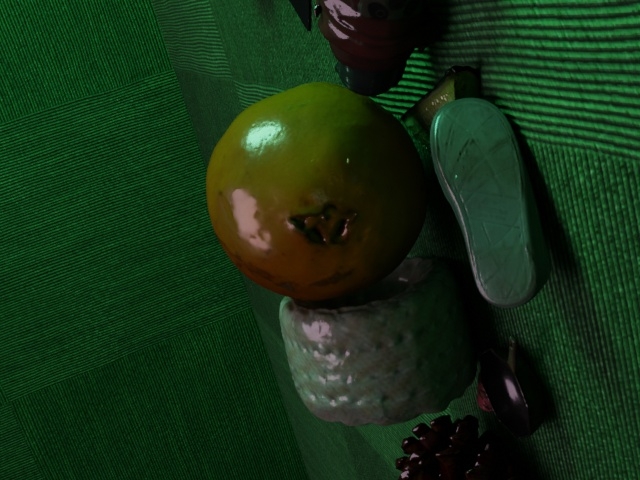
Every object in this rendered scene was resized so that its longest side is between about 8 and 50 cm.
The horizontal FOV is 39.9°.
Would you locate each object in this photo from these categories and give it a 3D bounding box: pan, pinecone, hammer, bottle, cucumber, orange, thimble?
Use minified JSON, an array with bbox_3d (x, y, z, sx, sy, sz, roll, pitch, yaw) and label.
[{"bbox_3d":[0.274,0.195,1.183,0.202,0.048,0.128,110,136,-73],"label":"pan"},{"bbox_3d":[0.221,0.399,1.351,0.292,0.246,0.246,-100,2,-47],"label":"pinecone"},{"bbox_3d":[0.256,0.222,1.320,0.083,0.043,0.043,85,160,-44],"label":"hammer"},{"bbox_3d":[0.075,-0.294,1.061,0.156,0.143,0.271,22,145,15],"label":"bottle"},{"bbox_3d":[0.159,-0.161,1.118,0.070,0.046,0.220,66,168,3],"label":"cucumber"},{"bbox_3d":[-0.006,-0.068,1.240,0.312,0.312,0.312,159,90,-77],"label":"orange"},{"bbox_3d":[0.093,0.144,1.351,0.291,0.291,0.195,-149,44,-69],"label":"thimble"}]

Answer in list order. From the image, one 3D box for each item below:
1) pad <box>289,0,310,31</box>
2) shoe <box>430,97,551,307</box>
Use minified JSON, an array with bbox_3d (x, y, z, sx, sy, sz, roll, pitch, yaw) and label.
[{"bbox_3d":[-0.079,-0.543,1.569,0.202,0.005,0.300,92,154,-58],"label":"pad"},{"bbox_3d":[0.202,-0.043,1.035,0.100,0.103,0.251,13,-119,-68],"label":"shoe"}]
